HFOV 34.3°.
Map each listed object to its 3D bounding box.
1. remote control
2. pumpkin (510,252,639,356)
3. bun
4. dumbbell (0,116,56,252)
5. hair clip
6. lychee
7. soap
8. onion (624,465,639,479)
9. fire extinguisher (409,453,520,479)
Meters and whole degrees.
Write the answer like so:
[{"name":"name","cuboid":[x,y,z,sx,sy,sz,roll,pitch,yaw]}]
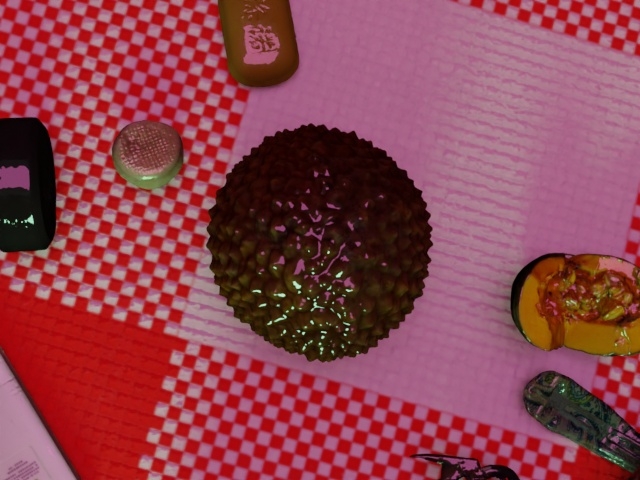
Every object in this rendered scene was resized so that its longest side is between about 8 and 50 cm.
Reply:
[{"name":"remote control","cuboid":[-0.357,0.232,1.178,0.103,0.034,0.250,-33,86,-8]},{"name":"pumpkin","cuboid":[0.301,0.072,1.217,0.183,0.107,0.119,7,89,-11]},{"name":"bun","cuboid":[-0.204,-0.099,1.226,0.086,0.055,0.086,3,68,-8]},{"name":"dumbbell","cuboid":[-0.412,-0.058,1.155,0.218,0.152,0.152,-2,83,-5]},{"name":"hair clip","cuboid":[0.337,0.229,1.233,0.229,0.036,0.066,33,82,-4]},{"name":"lychee","cuboid":[0.000,0.000,1.131,0.267,0.267,0.267,1,82,-5]},{"name":"soap","cuboid":[-0.075,-0.256,1.261,0.089,0.045,0.140,-10,83,-2]},{"name":"onion","cuboid":[0.425,0.334,1.172,0.227,0.120,0.283,-15,98,7]},{"name":"fire extinguisher","cuboid":[0.190,0.395,1.164,0.141,0.105,0.341,-15,87,-8]}]
